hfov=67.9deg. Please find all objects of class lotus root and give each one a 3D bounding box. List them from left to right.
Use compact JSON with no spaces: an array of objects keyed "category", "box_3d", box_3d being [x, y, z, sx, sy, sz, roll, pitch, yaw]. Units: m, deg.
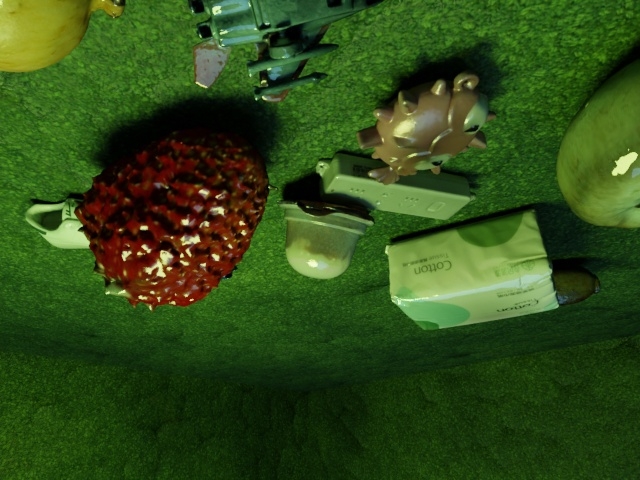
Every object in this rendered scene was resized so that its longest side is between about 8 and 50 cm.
[{"category":"lotus root","box_3d":[0.650,0.126,1.347,0.241,0.123,0.124,-12,-179,13]}]

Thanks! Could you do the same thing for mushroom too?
[{"category":"mushroom","box_3d":[0.520,-0.123,0.672,0.352,0.260,0.352,0,159,0]}]

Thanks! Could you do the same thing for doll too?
[{"category":"doll","box_3d":[0.159,-0.166,0.740,0.211,0.093,0.262,5,151,-28]}]

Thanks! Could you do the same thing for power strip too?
[{"category":"power strip","box_3d":[0.153,-0.099,0.918,0.338,0.058,0.098,7,152,-18]}]

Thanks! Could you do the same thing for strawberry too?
[{"category":"strawberry","box_3d":[-0.219,-0.041,0.814,0.343,0.292,0.292,-23,149,13]}]

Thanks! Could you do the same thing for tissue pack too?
[{"category":"tissue pack","box_3d":[0.368,0.086,1.158,0.356,0.193,0.266,-15,150,23]}]

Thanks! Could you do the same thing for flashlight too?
[{"category":"flashlight","box_3d":[-0.287,0.086,1.291,0.121,0.057,0.035,-4,119,19]}]

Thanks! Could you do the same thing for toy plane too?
[{"category":"toy plane","box_3d":[0.002,-0.269,0.510,0.326,0.104,0.223,-9,125,5]}]

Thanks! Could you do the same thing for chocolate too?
[{"category":"chocolate","box_3d":[0.002,0.003,0.947,0.221,0.147,0.221,8,171,1]}]

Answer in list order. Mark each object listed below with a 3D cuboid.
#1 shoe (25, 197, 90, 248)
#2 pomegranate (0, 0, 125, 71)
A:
[{"category":"shoe","box_3d":[-0.462,-0.036,0.961,0.265,0.095,0.110,-5,153,12]},{"category":"pomegranate","box_3d":[-0.271,-0.257,0.381,0.248,0.248,0.248,-2,154,-1]}]
